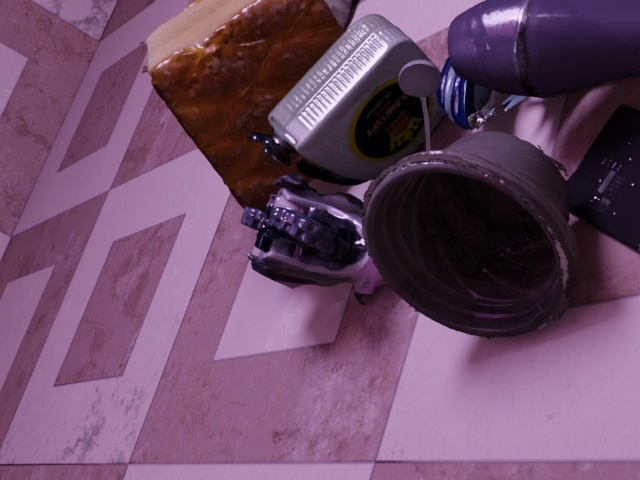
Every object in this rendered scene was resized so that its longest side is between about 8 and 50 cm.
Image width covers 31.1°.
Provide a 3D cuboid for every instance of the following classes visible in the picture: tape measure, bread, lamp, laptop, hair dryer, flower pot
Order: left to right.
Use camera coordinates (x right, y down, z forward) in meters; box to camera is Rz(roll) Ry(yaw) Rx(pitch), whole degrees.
[{"bbox_3d":[-0.075,-0.235,1.679,0.279,0.279,0.207,-35,27,6],"label":"bread"},{"bbox_3d":[0.048,-0.167,1.532,0.235,0.207,0.115,-46,54,6],"label":"tape measure"},{"bbox_3d":[0.129,-0.126,1.403,0.050,0.198,0.056,-4,39,11],"label":"lamp"},{"bbox_3d":[0.171,-0.024,1.201,0.235,0.235,0.140,-26,20,49],"label":"flower pot"},{"bbox_3d":[0.328,-0.295,1.266,0.301,0.121,0.361,1,46,32],"label":"hair dryer"},{"bbox_3d":[0.320,-0.065,1.171,0.129,0.016,0.180,-58,28,6],"label":"laptop"}]

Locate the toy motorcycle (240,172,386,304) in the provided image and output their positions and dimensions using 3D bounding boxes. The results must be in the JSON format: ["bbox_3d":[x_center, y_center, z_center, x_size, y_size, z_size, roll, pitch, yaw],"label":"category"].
[{"bbox_3d":[0.000,0.000,1.524,0.327,0.188,0.143,-167,95,-78],"label":"toy motorcycle"}]

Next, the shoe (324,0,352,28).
[{"bbox_3d":[-0.023,-0.435,2.036,0.342,0.132,0.210,-56,22,-1],"label":"shoe"}]

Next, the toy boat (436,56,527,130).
[{"bbox_3d":[0.251,-0.204,1.357,0.210,0.070,0.292,-48,32,-5],"label":"toy boat"}]
